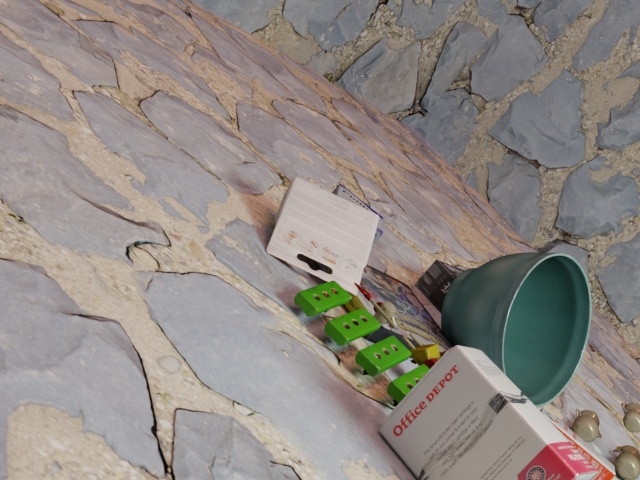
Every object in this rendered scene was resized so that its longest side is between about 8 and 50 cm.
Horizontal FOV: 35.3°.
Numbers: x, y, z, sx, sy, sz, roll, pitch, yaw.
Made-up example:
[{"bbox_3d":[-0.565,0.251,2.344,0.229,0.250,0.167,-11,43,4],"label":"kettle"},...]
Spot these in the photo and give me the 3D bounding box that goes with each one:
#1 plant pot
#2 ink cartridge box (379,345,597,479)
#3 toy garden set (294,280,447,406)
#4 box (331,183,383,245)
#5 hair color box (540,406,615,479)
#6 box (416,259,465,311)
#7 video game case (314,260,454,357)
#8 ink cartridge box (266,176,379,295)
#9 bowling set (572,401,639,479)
[{"bbox_3d":[0.358,0.153,1.931,0.196,0.293,0.293,13,-8,45],"label":"plant pot"},{"bbox_3d":[0.222,0.284,1.362,0.237,0.172,0.100,48,17,28],"label":"ink cartridge box"},{"bbox_3d":[0.092,0.161,1.610,0.244,0.049,0.203,43,28,20],"label":"toy garden set"},{"bbox_3d":[0.063,-0.043,2.117,0.126,0.072,0.137,38,15,-7],"label":"box"},{"bbox_3d":[0.455,0.382,1.837,0.167,0.053,0.093,41,8,13],"label":"hair color box"},{"bbox_3d":[0.379,0.171,2.246,0.307,0.076,0.242,18,26,-54],"label":"box"},{"bbox_3d":[0.127,0.127,1.853,0.274,0.035,0.248,26,20,-41],"label":"video game case"},{"bbox_3d":[0.000,0.000,1.812,0.181,0.056,0.225,25,43,-6],"label":"ink cartridge box"},{"bbox_3d":[0.683,0.411,2.073,0.287,0.200,0.154,47,15,12],"label":"bowling set"}]
